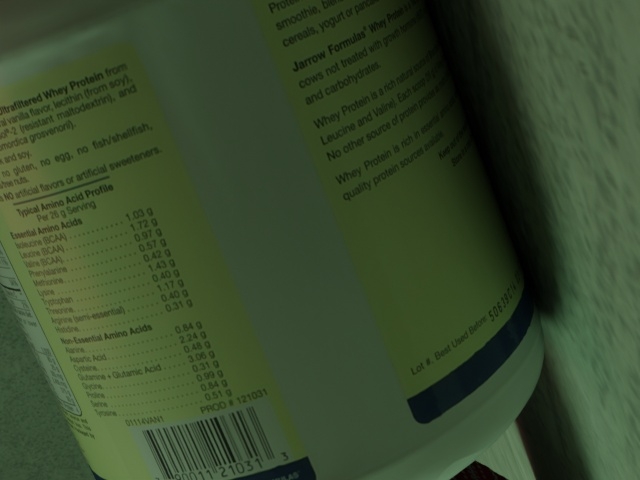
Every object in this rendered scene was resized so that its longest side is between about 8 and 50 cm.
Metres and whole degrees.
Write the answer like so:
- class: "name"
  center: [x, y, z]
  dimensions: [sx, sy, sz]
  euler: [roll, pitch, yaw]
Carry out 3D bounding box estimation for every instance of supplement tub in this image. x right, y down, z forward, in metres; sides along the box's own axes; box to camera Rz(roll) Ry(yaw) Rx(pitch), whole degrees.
- class: "supplement tub"
  center: [-0.050, -0.046, 0.585]
  dimensions: [0.235, 0.235, 0.324]
  euler: [-121, 9, -75]

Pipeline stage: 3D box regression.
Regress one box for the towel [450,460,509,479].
- class: "towel"
  center: [0.074, 0.176, 0.752]
  dimensions: [0.275, 0.031, 0.199]
  euler: [32, -163, -29]
